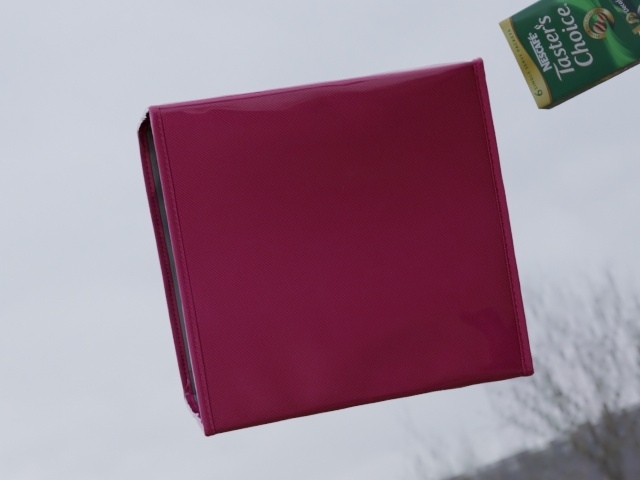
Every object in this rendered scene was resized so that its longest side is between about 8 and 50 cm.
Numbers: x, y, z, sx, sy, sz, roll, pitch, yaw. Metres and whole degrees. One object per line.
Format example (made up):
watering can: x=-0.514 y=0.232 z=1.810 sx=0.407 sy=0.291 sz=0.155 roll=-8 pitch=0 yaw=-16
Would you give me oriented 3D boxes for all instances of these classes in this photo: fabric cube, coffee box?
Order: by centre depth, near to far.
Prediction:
fabric cube: x=0.000 y=0.000 z=1.375 sx=0.258 sy=0.254 sz=0.259 roll=-11 pitch=2 yaw=-8
coffee box: x=0.298 y=-0.229 z=1.836 sx=0.184 sy=0.113 sz=0.040 roll=-25 pitch=-5 yaw=25
